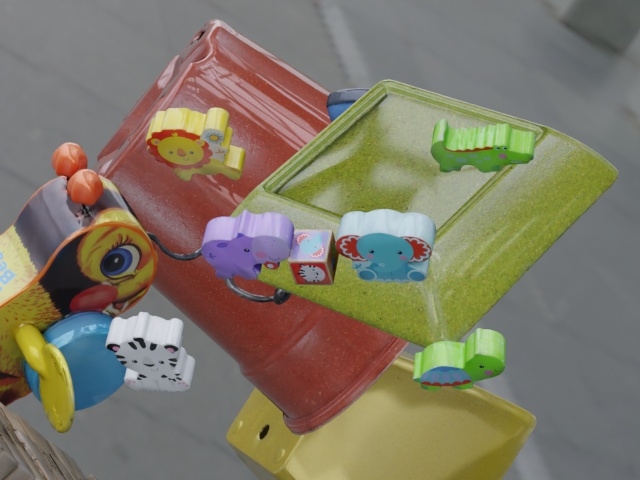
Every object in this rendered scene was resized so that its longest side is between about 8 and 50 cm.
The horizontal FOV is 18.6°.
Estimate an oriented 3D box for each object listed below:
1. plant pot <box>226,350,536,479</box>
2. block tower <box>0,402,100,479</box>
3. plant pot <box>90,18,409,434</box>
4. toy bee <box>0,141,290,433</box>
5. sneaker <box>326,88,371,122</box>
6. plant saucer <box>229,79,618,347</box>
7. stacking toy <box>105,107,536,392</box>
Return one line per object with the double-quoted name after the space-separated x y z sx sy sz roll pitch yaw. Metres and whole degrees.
0.039 0.189 1.872 0.187 0.212 0.212 35 -6 -24 "plant pot"
-0.162 0.187 1.171 0.091 0.097 0.335 46 -3 44 "block tower"
-0.044 -0.027 1.612 0.265 0.272 0.272 38 16 -12 "plant pot"
-0.172 0.015 1.221 0.195 0.298 0.162 29 -29 32 "toy bee"
0.092 -0.049 1.438 0.209 0.082 0.069 21 -11 -27 "sneaker"
0.053 -0.032 1.188 0.188 0.045 0.188 20 49 36 "plant saucer"
0.000 0.000 1.060 0.221 0.052 0.167 0 52 13 "stacking toy"
